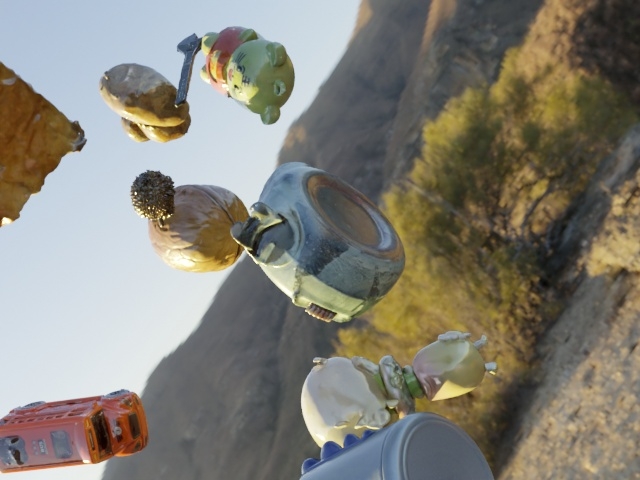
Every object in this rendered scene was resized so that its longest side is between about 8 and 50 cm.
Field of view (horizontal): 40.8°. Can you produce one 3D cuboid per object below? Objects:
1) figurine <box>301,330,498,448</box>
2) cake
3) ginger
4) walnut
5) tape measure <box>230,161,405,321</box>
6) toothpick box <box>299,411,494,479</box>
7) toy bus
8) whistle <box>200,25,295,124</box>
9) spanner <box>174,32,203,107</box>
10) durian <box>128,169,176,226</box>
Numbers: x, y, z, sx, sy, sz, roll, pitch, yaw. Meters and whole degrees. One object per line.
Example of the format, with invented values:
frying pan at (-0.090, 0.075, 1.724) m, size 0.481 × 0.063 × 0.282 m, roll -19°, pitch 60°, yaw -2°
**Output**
figurine at (0.152, 0.295, 1.659) m, size 0.394 × 0.227 × 0.274 m, roll -22°, pitch 8°, yaw 10°
cake at (-0.649, -0.182, 1.509) m, size 0.306 × 0.314 × 0.293 m, roll 8°, pitch 58°, yaw 49°
ginger at (-0.457, -0.349, 2.304) m, size 0.304 × 0.244 × 0.155 m, roll 88°, pitch -166°, yaw -69°
walnut at (-0.210, -0.021, 1.505) m, size 0.207 × 0.167 × 0.167 m, roll 5°, pitch 51°, yaw 47°
tape measure at (0.000, 0.000, 1.386) m, size 0.147 × 0.275 × 0.256 m, roll -49°, pitch 12°, yaw 25°
toothpick box at (0.088, 0.442, 1.428) m, size 0.354 × 0.263 × 0.263 m, roll -39°, pitch 8°, yaw 38°
toy bus at (-0.557, 0.432, 1.921) m, size 0.153 × 0.329 × 0.143 m, roll -33°, pitch -66°, yaw -75°
whistle at (-0.129, -0.287, 1.412) m, size 0.106 × 0.288 × 0.131 m, roll -10°, pitch -59°, yaw -32°
spanner at (-0.332, -0.430, 2.135) m, size 0.093 × 0.026 × 0.326 m, roll -20°, pitch 39°, yaw 18°
durian at (-0.253, -0.065, 1.312) m, size 0.080 × 0.091 × 0.080 m, roll -15°, pitch -2°, yaw -1°
